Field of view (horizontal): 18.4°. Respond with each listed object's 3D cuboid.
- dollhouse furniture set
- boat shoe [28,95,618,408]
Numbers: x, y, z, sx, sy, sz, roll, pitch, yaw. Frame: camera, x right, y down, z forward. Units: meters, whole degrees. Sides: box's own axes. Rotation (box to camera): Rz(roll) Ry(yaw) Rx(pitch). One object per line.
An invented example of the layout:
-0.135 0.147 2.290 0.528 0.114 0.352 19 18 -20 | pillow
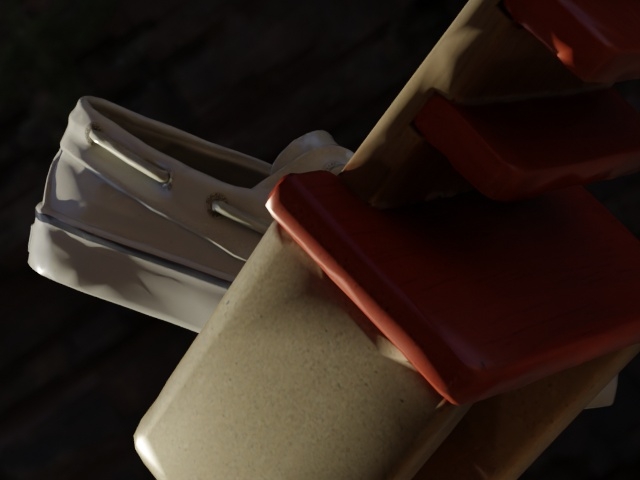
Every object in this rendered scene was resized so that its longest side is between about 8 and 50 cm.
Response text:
0.095 0.080 0.350 0.135 0.259 0.262 -51 -20 27 | dollhouse furniture set
0.000 0.000 0.800 0.096 0.267 0.088 0 -76 -56 | boat shoe
